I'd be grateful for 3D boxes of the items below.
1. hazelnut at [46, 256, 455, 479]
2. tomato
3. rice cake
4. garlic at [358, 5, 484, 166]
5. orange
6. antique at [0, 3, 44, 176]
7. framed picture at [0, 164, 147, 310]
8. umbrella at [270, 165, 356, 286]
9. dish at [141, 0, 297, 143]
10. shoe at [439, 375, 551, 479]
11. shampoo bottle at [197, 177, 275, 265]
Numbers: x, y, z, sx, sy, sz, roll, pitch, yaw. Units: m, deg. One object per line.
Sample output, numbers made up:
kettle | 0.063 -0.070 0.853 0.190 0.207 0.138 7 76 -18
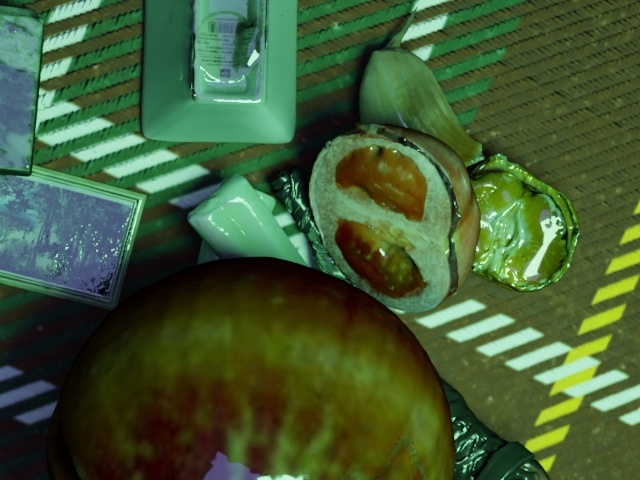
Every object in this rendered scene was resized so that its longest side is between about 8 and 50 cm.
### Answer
hazelnut | -0.056 0.211 1.353 0.429 0.402 0.402 33 86 -12
tomato | 0.094 -0.042 1.459 0.112 0.199 0.228 -39 141 -44
rice cake | -0.060 0.031 1.490 0.080 0.042 0.221 -43 116 -15
garlic | 0.106 -0.162 1.531 0.129 0.090 0.198 -28 91 -24
orange | 0.221 -0.013 1.536 0.160 0.112 0.170 -11 73 2
antique | -0.354 -0.166 1.428 0.088 0.086 0.183 6 87 -11
framed picture | -0.305 -0.008 1.487 0.183 0.011 0.142 15 89 -11
umbrella | 0.000 0.000 1.530 0.050 0.046 0.188 -33 103 -4
dish | -0.110 -0.234 1.480 0.182 0.080 0.243 1 93 -11
shoe | 0.185 0.272 1.527 0.291 0.137 0.114 44 84 -8
shampoo bottle | -0.117 0.027 1.509 0.069 0.041 0.190 23 89 -24
